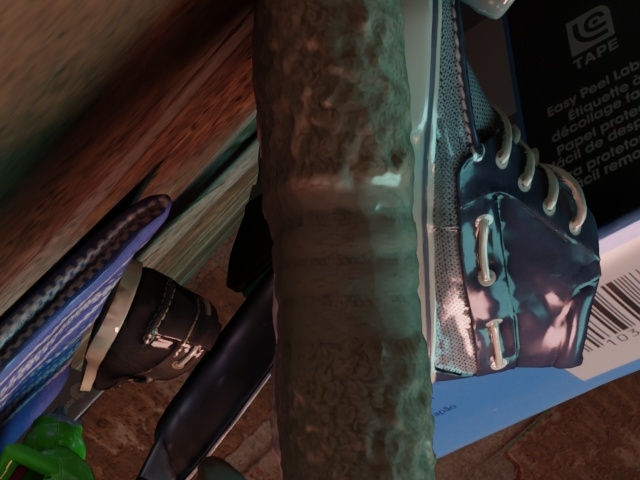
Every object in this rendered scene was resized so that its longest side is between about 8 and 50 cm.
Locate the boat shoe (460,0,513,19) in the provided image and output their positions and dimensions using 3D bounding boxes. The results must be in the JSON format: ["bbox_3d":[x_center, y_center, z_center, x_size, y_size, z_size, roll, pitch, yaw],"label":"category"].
[{"bbox_3d":[0.114,-0.173,0.538,0.227,0.081,0.079,-47,-178,-20],"label":"boat shoe"}]

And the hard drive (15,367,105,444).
[{"bbox_3d":[-0.284,0.207,1.074,0.254,0.054,0.172,-47,-178,-22],"label":"hard drive"}]

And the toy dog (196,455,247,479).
[{"bbox_3d":[-0.075,0.159,0.400,0.161,0.333,0.220,11,-122,47],"label":"toy dog"}]

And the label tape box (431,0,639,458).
[{"bbox_3d":[0.100,-0.083,0.727,0.249,0.115,0.347,-31,-136,31],"label":"label tape box"}]

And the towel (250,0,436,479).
[{"bbox_3d":[0.000,0.000,0.486,0.049,0.187,0.282,-5,178,-3],"label":"towel"}]

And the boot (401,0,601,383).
[{"bbox_3d":[0.065,-0.027,0.523,0.069,0.086,0.190,-97,-177,-54],"label":"boot"}]

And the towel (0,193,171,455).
[{"bbox_3d":[-0.193,0.113,0.715,0.243,0.040,0.336,-48,-178,-27],"label":"towel"}]

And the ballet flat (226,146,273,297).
[{"bbox_3d":[0.020,-0.076,1.013,0.280,0.096,0.095,-39,-179,-9],"label":"ballet flat"}]

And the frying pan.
[{"bbox_3d":[-0.091,0.137,0.904,0.326,0.053,0.197,-53,-178,-7],"label":"frying pan"}]

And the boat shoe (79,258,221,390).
[{"bbox_3d":[-0.123,0.071,0.932,0.233,0.079,0.084,142,-36,-71],"label":"boat shoe"}]

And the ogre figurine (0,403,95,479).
[{"bbox_3d":[-0.170,0.180,0.786,0.118,0.097,0.197,-60,-173,16],"label":"ogre figurine"}]
